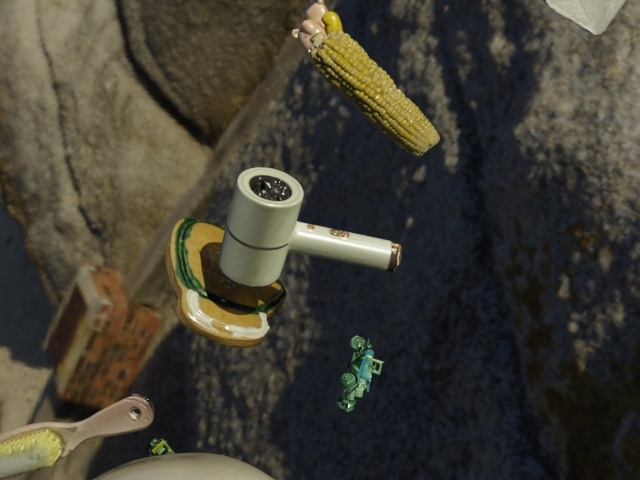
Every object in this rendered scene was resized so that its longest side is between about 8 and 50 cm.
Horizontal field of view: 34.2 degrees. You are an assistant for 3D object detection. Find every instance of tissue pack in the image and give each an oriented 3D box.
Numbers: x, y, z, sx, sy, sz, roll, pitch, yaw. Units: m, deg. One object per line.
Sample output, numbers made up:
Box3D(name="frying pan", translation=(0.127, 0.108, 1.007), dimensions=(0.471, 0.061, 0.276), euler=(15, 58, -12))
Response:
Box3D(name="tissue pack", translation=(0.510, -0.561, 1.987), dimensions=(0.242, 0.160, 0.338), euler=(-58, 14, 23))

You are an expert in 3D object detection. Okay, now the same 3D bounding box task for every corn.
Box3D(name="corn", translation=(0.094, -0.259, 1.819), dimensions=(0.086, 0.288, 0.086), euler=(-45, 11, 11))

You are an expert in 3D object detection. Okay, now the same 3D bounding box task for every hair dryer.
Box3D(name="hair dryer", translation=(0.000, 0.000, 1.969), dimensions=(0.128, 0.362, 0.203), euler=(-90, 14, -55))

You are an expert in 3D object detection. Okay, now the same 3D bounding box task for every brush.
Box3D(name="brush", translation=(-0.370, 0.291, 1.483), dimensions=(0.313, 0.072, 0.067), euler=(-20, 21, 21))

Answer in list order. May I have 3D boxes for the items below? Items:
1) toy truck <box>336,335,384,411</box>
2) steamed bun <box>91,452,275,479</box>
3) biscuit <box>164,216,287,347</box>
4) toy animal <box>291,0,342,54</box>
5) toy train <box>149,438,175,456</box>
Box3D(name="toy truck", translation=(0.082, 0.273, 2.093), dimensions=(0.154, 0.078, 0.080), euler=(-70, -11, -52))
Box3D(name="steamed bun", translation=(-0.185, 0.428, 1.302), dimensions=(0.374, 0.334, 0.334), euler=(-15, 53, 19))
Box3D(name="biscuit", translation=(-0.191, 0.087, 2.181), dimensions=(0.057, 0.287, 0.344), euler=(-51, 34, 30))
Box3D(name="toy animal", translation=(-0.010, -0.390, 1.920), dimensions=(0.114, 0.082, 0.091), euler=(63, 162, 3))
Box3D(name="toy train", translation=(-0.359, 0.524, 2.470), dimensions=(0.050, 0.122, 0.081), euler=(-41, 27, -10))
